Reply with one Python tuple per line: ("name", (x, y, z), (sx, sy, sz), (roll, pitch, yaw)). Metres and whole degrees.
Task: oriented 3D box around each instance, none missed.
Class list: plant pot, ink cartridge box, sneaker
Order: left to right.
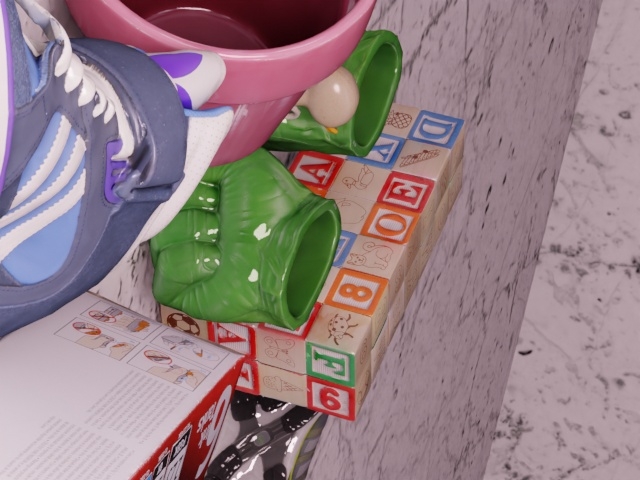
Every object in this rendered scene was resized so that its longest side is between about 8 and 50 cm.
("ink cartridge box", (-0.177, 0.204, 1.019), (0.309, 0.130, 0.271), (-47, 157, -72))
("sneaker", (-0.142, -0.083, 0.916), (0.236, 0.130, 0.322), (-36, 157, -35))
("plant pot", (-0.072, -0.148, 1.141), (0.180, 0.201, 0.201), (109, 5, -58))
("sneaker", (-0.048, 0.181, 1.690), (0.121, 0.111, 0.300), (82, 32, -76))

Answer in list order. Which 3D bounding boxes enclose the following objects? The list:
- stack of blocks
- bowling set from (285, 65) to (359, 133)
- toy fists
("stack of blocks", (0.000, 0.000, 1.524), (0.087, 0.171, 0.297), (89, 22, -45))
("bowling set", (-0.014, -0.247, 1.278), (0.287, 0.154, 0.200), (90, 22, -43))
("toy fists", (-0.047, -0.067, 1.365), (0.279, 0.142, 0.096), (-70, 154, -17))
